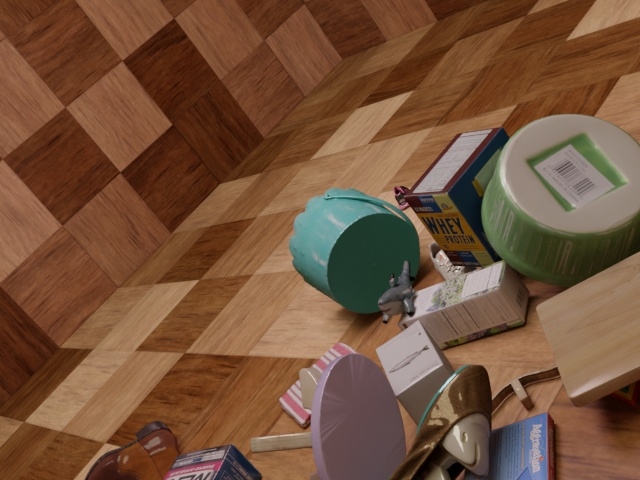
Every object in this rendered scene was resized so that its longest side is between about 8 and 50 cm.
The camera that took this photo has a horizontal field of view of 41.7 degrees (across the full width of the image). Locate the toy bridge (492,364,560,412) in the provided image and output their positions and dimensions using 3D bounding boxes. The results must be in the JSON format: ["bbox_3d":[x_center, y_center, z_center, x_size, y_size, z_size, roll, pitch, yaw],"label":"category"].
[{"bbox_3d":[0.334,0.253,1.397,0.188,0.026,0.063,-34,20,8],"label":"toy bridge"}]

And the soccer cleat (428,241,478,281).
[{"bbox_3d":[0.284,0.057,1.815,0.068,0.076,0.196,-38,21,-3],"label":"soccer cleat"}]

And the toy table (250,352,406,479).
[{"bbox_3d":[0.027,0.341,1.438,0.161,0.252,0.274,-25,55,53],"label":"toy table"}]

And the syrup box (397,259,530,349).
[{"bbox_3d":[0.277,0.133,1.640,0.237,0.096,0.093,-25,23,35],"label":"syrup box"}]

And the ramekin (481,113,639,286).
[{"bbox_3d":[0.449,-0.083,1.516,0.303,0.148,0.303,-2,59,4],"label":"ramekin"}]

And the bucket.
[{"bbox_3d":[0.085,0.026,1.942,0.281,0.281,0.183,-41,30,-9],"label":"bucket"}]

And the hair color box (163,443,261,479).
[{"bbox_3d":[-0.264,0.561,1.594,0.174,0.105,0.347,-22,26,36],"label":"hair color box"}]

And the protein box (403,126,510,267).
[{"bbox_3d":[0.318,-0.085,1.703,0.201,0.200,0.136,-48,23,-23],"label":"protein box"}]

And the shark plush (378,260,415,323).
[{"bbox_3d":[0.161,0.094,1.682,0.073,0.067,0.161,-17,30,47],"label":"shark plush"}]

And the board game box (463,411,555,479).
[{"bbox_3d":[0.273,0.379,1.229,0.145,0.027,0.281,-27,23,29],"label":"board game box"}]

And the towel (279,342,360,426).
[{"bbox_3d":[0.007,0.308,1.806,0.197,0.029,0.144,-43,22,-9],"label":"towel"}]

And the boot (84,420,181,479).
[{"bbox_3d":[-0.408,0.561,1.897,0.264,0.096,0.280,-34,27,-14],"label":"boot"}]

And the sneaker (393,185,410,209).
[{"bbox_3d":[0.223,-0.133,2.341,0.047,0.057,0.119,-34,20,13],"label":"sneaker"}]

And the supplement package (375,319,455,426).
[{"bbox_3d":[0.185,0.246,1.537,0.105,0.105,0.179,-35,21,5],"label":"supplement package"}]

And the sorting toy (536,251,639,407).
[{"bbox_3d":[0.491,0.140,1.297,0.257,0.089,0.255,-30,22,16],"label":"sorting toy"}]

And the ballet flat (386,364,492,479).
[{"bbox_3d":[0.179,0.352,1.282,0.342,0.116,0.124,-51,33,-5],"label":"ballet flat"}]
